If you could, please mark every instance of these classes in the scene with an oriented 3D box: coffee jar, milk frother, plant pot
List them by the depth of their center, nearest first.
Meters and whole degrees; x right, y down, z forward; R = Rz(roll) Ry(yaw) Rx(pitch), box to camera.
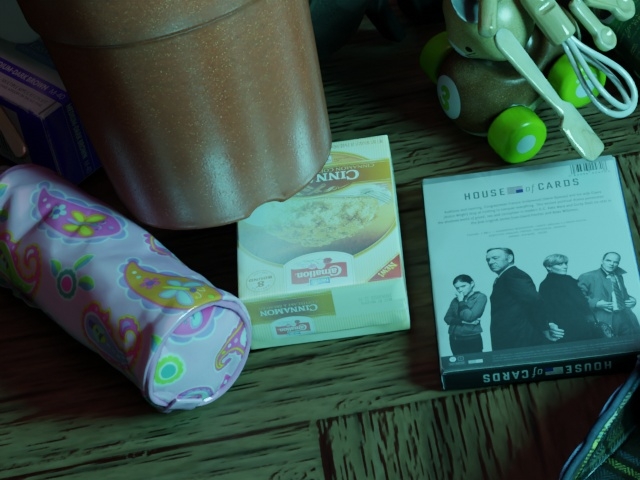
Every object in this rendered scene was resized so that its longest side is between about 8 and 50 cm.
[{"bbox_3d":[-0.115,-0.171,1.624,0.272,0.265,0.272,-12,32,8],"label":"plant pot"},{"bbox_3d":[0.311,-0.213,1.802,0.096,0.079,0.184,-56,45,19],"label":"coffee jar"},{"bbox_3d":[0.121,-0.258,1.854,0.143,0.135,0.129,8,72,21],"label":"milk frother"}]

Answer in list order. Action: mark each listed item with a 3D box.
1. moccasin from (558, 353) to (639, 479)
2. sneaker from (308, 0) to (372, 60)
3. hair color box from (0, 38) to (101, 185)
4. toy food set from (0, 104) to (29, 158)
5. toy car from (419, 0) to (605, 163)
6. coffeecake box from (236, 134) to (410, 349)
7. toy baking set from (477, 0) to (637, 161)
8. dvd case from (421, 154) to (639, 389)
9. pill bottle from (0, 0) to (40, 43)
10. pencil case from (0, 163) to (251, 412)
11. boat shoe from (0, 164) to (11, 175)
[{"bbox_3d":[0.296,0.130,1.441,0.138,0.116,0.342,21,53,29],"label":"moccasin"},{"bbox_3d":[0.007,-0.306,1.765,0.124,0.295,0.178,-11,72,-33],"label":"sneaker"},{"bbox_3d":[-0.205,-0.211,1.894,0.185,0.110,0.339,27,54,34],"label":"hair color box"},{"bbox_3d":[-0.369,-0.061,1.752,0.192,0.038,0.132,-45,57,7],"label":"toy food set"},{"bbox_3d":[0.144,-0.189,1.721,0.149,0.188,0.155,-44,51,8],"label":"toy car"},{"bbox_3d":[0.000,0.000,1.666,0.142,0.068,0.185,-8,44,4],"label":"coffeecake box"},{"bbox_3d":[0.212,-0.205,1.679,0.030,0.197,0.256,-32,41,47],"label":"toy baking set"},{"bbox_3d":[0.184,0.024,1.635,0.179,0.029,0.238,-7,44,5],"label":"dvd case"},{"bbox_3d":[-0.194,-0.372,1.820,0.224,0.224,0.392,26,54,32],"label":"pill bottle"},{"bbox_3d":[-0.187,0.040,1.634,0.124,0.124,0.284,-38,49,-25],"label":"pencil case"},{"bbox_3d":[-0.332,-0.039,1.797,0.100,0.035,0.035,-21,42,-20],"label":"boat shoe"}]
